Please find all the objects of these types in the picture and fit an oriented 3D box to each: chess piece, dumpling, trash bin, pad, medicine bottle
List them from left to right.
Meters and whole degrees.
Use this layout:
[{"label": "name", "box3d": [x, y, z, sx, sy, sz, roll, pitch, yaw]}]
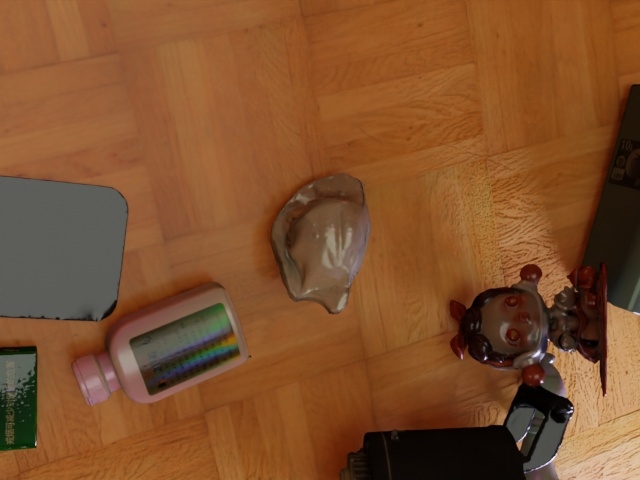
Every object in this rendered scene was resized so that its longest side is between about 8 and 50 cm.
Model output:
[{"label": "pad", "box3d": [-0.381, 0.010, 1.087, 0.267, 0.004, 0.181, 6, 98, -22]}, {"label": "medicine bottle", "box3d": [-0.210, 0.144, 1.138, 0.219, 0.078, 0.115, -22, 109, -16]}, {"label": "dumpling", "box3d": [0.000, 0.000, 1.180, 0.136, 0.118, 0.199, 8, 69, -8]}, {"label": "chess piece", "box3d": [0.344, 0.312, 1.373, 0.139, 0.139, 0.271, 11, 85, -23]}, {"label": "trash bin", "box3d": [0.558, -0.049, 1.360, 0.223, 0.158, 0.343, 15, 95, -23]}]

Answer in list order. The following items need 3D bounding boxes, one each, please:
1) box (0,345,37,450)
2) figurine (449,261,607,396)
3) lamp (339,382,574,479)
[{"label": "box", "box3d": [-0.471, 0.199, 1.070, 0.235, 0.034, 0.132, -1, 101, -21]}, {"label": "figurine", "box3d": [0.300, 0.123, 1.278, 0.226, 0.160, 0.183, 0, 90, 17]}, {"label": "lamp", "box3d": [0.161, 0.357, 1.232, 0.272, 0.205, 0.374, 17, 89, -3]}]
